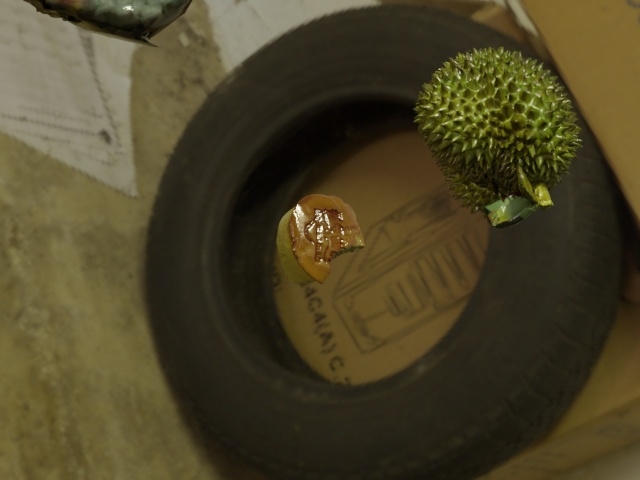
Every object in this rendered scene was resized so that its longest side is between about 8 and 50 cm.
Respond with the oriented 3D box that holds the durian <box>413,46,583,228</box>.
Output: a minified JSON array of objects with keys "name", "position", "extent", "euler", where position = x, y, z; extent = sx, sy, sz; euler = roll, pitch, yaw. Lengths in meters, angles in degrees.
[{"name":"durian","position":[0.171,-0.110,1.021],"extent":[0.159,0.146,0.198],"euler":[56,-3,-8]}]

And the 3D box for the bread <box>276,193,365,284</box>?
[{"name":"bread","position":[-0.007,-0.007,1.713],"extent":[0.156,0.086,0.125],"euler":[-38,97,-40]}]

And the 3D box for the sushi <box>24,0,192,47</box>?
[{"name":"sushi","position":[-0.265,-0.388,1.095],"extent":[0.329,0.327,0.285],"euler":[9,9,-29]}]
